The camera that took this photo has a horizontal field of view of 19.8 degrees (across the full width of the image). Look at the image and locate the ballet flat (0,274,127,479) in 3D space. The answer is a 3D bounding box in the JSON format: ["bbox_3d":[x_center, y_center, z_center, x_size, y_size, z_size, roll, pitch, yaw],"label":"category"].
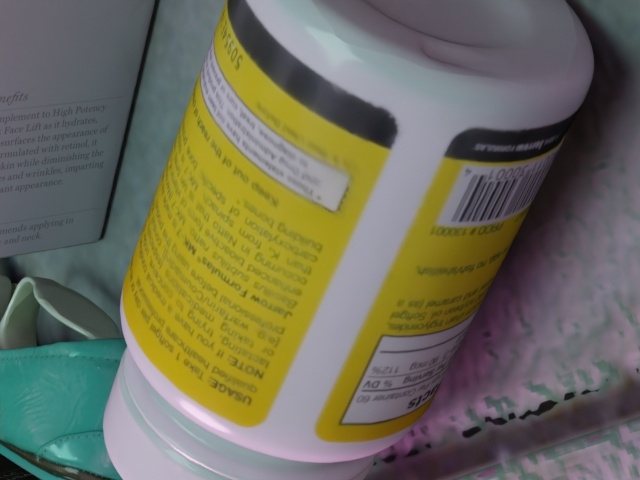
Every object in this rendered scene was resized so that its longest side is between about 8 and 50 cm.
[{"bbox_3d":[-0.148,0.058,0.855,0.247,0.083,0.087,9,80,47],"label":"ballet flat"}]

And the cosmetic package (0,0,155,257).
[{"bbox_3d":[-0.137,-0.106,0.768,0.085,0.117,0.231,37,122,36],"label":"cosmetic package"}]

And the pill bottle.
[{"bbox_3d":[0.000,0.000,0.633,0.119,0.119,0.208,47,129,32],"label":"pill bottle"}]

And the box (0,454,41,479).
[{"bbox_3d":[-0.245,0.198,0.936,0.381,0.143,0.191,4,101,50],"label":"box"}]
